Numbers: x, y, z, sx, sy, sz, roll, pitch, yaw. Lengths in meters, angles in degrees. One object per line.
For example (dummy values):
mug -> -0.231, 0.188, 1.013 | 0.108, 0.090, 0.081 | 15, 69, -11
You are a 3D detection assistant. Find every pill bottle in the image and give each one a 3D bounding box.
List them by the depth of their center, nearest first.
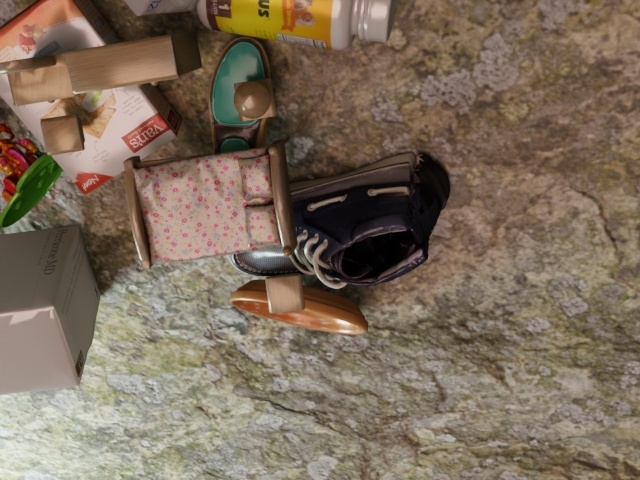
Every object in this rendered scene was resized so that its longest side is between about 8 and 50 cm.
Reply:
pill bottle -> -0.023, -0.280, 1.042 | 0.214, 0.117, 0.117 | 10, 128, 7

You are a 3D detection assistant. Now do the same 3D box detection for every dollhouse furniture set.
dollhouse furniture set -> -0.195, -0.053, 1.084 | 0.303, 0.174, 0.356 | -7, 103, 6

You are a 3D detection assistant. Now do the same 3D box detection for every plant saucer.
plant saucer -> -0.028, 0.092, 1.312 | 0.199, 0.037, 0.200 | 11, 168, 2

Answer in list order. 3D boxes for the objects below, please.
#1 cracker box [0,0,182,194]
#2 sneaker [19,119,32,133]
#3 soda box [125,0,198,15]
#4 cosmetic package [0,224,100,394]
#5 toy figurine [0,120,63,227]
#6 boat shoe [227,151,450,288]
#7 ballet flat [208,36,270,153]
cracker box -> -0.310, -0.194, 1.194 | 0.155, 0.067, 0.232 | -30, 115, 14
sneaker -> -0.359, -0.156, 1.273 | 0.109, 0.040, 0.044 | 22, 126, -3
soda box -> -0.223, -0.373, 0.975 | 0.286, 0.091, 0.098 | 51, 125, 8
cosmetic package -> -0.534, 0.113, 1.355 | 0.384, 0.217, 0.156 | -9, 124, 0
toy figurine -> -0.449, -0.124, 1.269 | 0.159, 0.130, 0.173 | 41, 154, -3
boat shoe -> 0.000, 0.000, 1.216 | 0.340, 0.158, 0.127 | -22, 117, 28
ballet flat -> -0.102, -0.145, 1.188 | 0.080, 0.073, 0.232 | 10, 108, 7
